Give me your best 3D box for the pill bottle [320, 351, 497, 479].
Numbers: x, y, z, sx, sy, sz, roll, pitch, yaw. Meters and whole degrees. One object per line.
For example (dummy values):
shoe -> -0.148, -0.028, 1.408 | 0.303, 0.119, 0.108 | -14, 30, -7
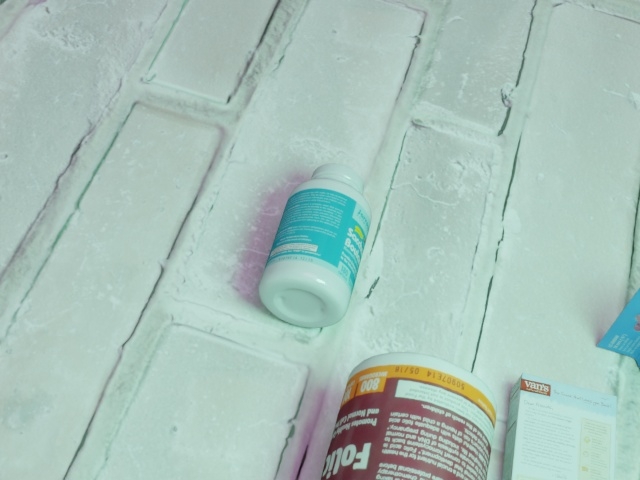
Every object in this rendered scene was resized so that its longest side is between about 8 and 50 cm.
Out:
pill bottle -> 0.101, 0.368, 1.375 | 0.224, 0.224, 0.392 | 16, 53, 2

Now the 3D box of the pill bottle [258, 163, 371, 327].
pill bottle -> 0.000, 0.000, 1.670 | 0.146, 0.146, 0.264 | 15, 54, 2

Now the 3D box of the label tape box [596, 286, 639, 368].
label tape box -> 0.625, 0.191, 1.580 | 0.333, 0.241, 0.106 | 13, 55, 1

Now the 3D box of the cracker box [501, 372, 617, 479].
cracker box -> 0.359, 0.329, 1.543 | 0.155, 0.067, 0.232 | 15, 54, 0
